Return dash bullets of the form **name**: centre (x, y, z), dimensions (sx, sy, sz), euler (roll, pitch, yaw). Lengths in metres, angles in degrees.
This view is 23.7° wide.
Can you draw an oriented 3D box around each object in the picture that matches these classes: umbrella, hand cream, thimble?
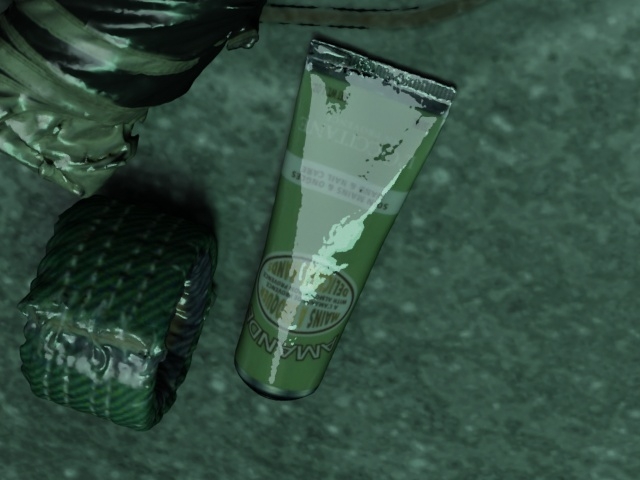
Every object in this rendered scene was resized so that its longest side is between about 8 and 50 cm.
- **umbrella**: centre (-0.043, -0.161, 0.784), dimensions (0.357, 0.106, 0.113), euler (-36, 118, 23)
- **hand cream**: centre (0.000, 0.000, 0.895), dimensions (0.086, 0.055, 0.235), euler (19, 118, -2)
- **thimble**: centre (-0.118, 0.042, 0.897), dimensions (0.090, 0.135, 0.118), euler (14, 126, 5)
